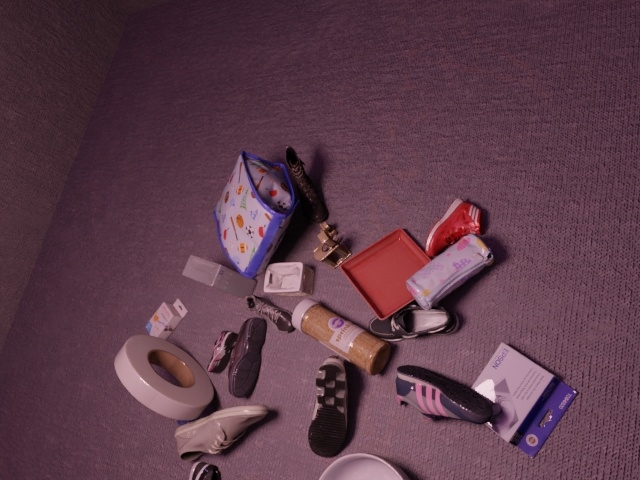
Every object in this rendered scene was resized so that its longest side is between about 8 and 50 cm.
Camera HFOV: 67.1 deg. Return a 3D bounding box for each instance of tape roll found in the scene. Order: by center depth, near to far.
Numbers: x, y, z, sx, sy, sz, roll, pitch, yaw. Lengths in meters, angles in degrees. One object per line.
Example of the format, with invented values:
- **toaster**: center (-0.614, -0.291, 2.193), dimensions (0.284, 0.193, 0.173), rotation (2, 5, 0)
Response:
- **tape roll**: center (-0.575, 0.502, 1.800), dimensions (0.072, 0.392, 0.392), rotation (-51, 53, 5)

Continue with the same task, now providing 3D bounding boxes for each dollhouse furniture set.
- **dollhouse furniture set**: center (0.000, 0.000, 1.768), dimensions (0.101, 0.182, 0.161), rotation (-41, 55, 12)

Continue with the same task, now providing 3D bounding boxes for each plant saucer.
- **plant saucer**: center (0.238, 0.114, 1.613), dimensions (0.259, 0.048, 0.258), rotation (-32, 54, -7)

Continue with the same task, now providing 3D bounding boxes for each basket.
- **basket**: center (-0.115, 0.152, 1.829), dimensions (0.167, 0.103, 0.113), rotation (-5, 68, 32)

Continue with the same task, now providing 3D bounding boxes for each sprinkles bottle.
- **sprinkles bottle**: center (0.064, 0.320, 1.635), dimensions (0.355, 0.121, 0.121), rotation (25, 85, 36)

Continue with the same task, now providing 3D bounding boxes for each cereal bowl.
- **cereal bowl**: center (0.145, 0.789, 1.377), dimensions (0.339, 0.141, 0.339), rotation (-13, 64, 27)

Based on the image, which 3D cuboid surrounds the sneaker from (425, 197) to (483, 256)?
- **sneaker**: center (0.441, -0.026, 1.561), dimensions (0.128, 0.087, 0.221), rotation (32, 90, 38)

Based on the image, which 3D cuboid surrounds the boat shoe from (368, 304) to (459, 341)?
- **boat shoe**: center (0.280, 0.256, 1.541), dimensions (0.302, 0.091, 0.114), rotation (-15, 63, 27)

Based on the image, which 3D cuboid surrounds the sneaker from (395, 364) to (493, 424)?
- **sneaker**: center (0.347, 0.471, 1.388), dimensions (0.319, 0.112, 0.131), rotation (16, 105, 53)

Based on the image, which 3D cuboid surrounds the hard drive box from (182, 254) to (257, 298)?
- **hard drive box**: center (-0.398, 0.149, 1.928), dimensions (0.181, 0.232, 0.089), rotation (15, 80, 36)

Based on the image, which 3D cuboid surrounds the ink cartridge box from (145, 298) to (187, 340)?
- **ink cartridge box**: center (-0.682, 0.347, 2.133), dimensions (0.104, 0.061, 0.181), rotation (40, 94, 37)

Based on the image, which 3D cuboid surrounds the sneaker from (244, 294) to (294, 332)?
- **sneaker**: center (-0.206, 0.271, 1.818), dimensions (0.228, 0.132, 0.086), rotation (24, 85, 37)

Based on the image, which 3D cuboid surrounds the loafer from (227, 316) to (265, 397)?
- **loafer**: center (-0.287, 0.441, 1.834), dimensions (0.095, 0.109, 0.303), rotation (-13, 56, 49)

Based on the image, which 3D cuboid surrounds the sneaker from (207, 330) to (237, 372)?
- **sneaker**: center (-0.397, 0.440, 1.922), dimensions (0.077, 0.072, 0.178), rotation (16, 72, 48)

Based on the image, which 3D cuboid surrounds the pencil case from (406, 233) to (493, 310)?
- **pencil case**: center (0.395, 0.098, 1.477), dimensions (0.273, 0.113, 0.124), rotation (-34, 34, -5)

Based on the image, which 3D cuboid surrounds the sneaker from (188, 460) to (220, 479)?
- **sneaker**: center (-0.423, 0.914, 1.724), dimensions (0.121, 0.079, 0.217), rotation (-5, 67, 32)

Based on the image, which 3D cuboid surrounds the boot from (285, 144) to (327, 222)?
- **boot**: center (-0.069, -0.215, 1.864), dimensions (0.091, 0.229, 0.263), rotation (-25, 57, 1)

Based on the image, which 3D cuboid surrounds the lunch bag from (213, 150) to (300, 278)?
- **lunch bag**: center (-0.240, -0.091, 1.849), dimensions (0.328, 0.238, 0.385), rotation (-61, 32, 30)

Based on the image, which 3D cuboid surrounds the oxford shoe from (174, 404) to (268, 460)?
- **oxford shoe**: center (-0.353, 0.686, 1.724), dimensions (0.449, 0.169, 0.130), rotation (-31, 54, 27)

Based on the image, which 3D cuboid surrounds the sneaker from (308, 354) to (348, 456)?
- **sneaker**: center (0.039, 0.535, 1.580), dimensions (0.122, 0.146, 0.331), rotation (10, 98, 9)

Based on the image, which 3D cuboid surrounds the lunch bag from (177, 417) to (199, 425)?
- **lunch bag**: center (-0.518, 0.683, 1.889), dimensions (0.067, 0.065, 0.098), rotation (-6, 67, 31)

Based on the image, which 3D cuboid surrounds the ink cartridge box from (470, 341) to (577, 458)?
- **ink cartridge box**: center (0.540, 0.435, 1.331), dimensions (0.224, 0.045, 0.223), rotation (33, 90, 37)
